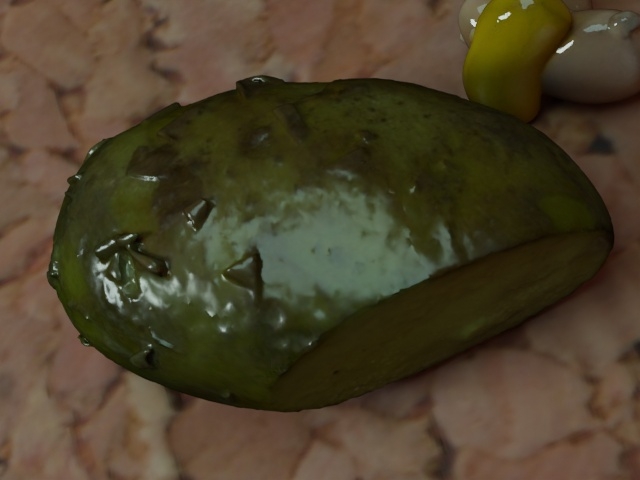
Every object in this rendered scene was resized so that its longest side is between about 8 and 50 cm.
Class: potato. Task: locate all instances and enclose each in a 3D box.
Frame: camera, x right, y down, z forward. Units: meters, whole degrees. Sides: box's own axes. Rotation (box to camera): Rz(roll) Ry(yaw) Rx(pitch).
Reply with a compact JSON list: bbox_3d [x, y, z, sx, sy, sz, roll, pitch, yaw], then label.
[{"bbox_3d":[0.000,0.000,0.866,0.298,0.141,0.176,-5,73,18],"label":"potato"}]

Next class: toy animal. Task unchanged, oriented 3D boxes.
[{"bbox_3d":[0.126,-0.120,0.912,0.114,0.091,0.082,-9,49,18],"label":"toy animal"}]
